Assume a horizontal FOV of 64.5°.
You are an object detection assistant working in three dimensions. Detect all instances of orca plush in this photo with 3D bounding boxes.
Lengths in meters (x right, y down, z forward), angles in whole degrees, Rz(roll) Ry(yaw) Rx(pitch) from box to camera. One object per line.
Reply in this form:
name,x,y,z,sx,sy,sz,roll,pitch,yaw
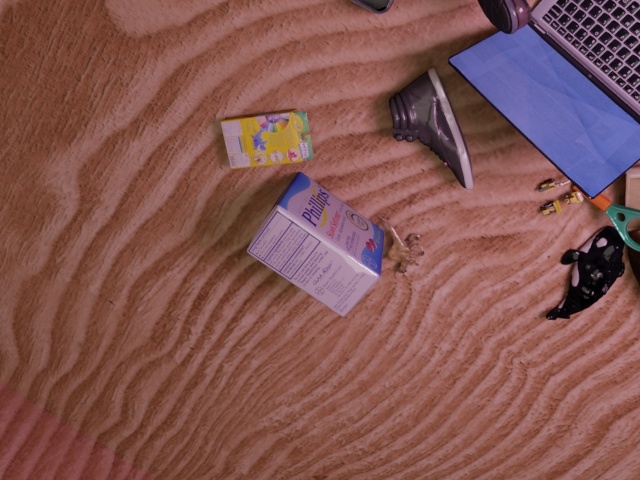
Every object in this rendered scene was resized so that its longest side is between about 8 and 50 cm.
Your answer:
orca plush,0.677,0.106,1.283,0.151,0.102,0.287,31,116,-5

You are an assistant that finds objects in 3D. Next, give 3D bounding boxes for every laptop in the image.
laptop,0.539,-0.359,0.936,0.382,0.236,0.408,50,121,14

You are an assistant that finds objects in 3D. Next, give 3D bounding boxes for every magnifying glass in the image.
magnifying glass,0.686,-0.061,1.170,0.231,0.026,0.092,49,147,30

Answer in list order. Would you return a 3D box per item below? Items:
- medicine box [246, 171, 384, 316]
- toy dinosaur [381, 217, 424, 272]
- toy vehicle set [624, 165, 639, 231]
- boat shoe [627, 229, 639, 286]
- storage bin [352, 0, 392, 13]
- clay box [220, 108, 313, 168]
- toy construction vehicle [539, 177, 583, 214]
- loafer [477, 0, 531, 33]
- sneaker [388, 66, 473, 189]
medicine box,0.000,0.000,1.266,0.289,0.263,0.149,35,115,-7
toy dinosaur,0.223,0.018,1.346,0.093,0.053,0.183,-15,117,11
toy vehicle set,0.836,-0.095,1.137,0.267,0.035,0.166,0,131,28
boat shoe,0.855,0.098,1.246,0.110,0.121,0.341,-25,118,16
storage bin,0.087,-0.576,1.081,0.180,0.084,0.122,27,117,-2
clay box,-0.130,-0.258,1.286,0.222,0.053,0.127,-4,114,11
toy construction vehicle,0.573,-0.106,1.226,0.098,0.035,0.086,-18,105,40
loafer,0.335,-0.510,0.965,0.095,0.302,0.109,-22,143,7
sneaker,0.258,-0.240,1.202,0.147,0.104,0.295,-21,104,21
